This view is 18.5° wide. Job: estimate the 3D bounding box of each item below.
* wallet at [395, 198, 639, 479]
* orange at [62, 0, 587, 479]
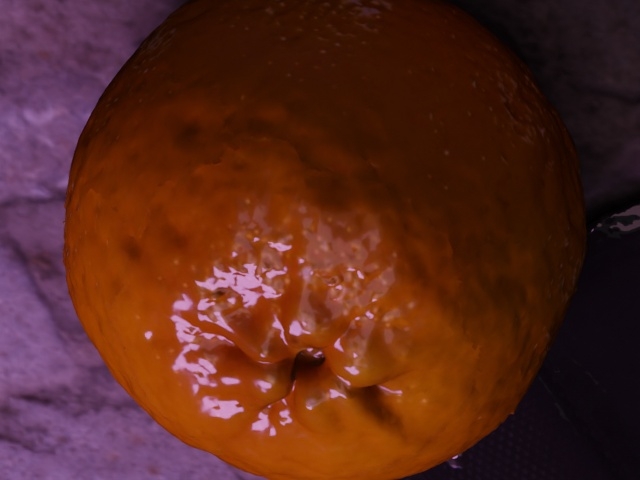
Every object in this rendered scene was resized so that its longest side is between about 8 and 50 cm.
[{"bbox_3d":[0.173,0.120,1.446,0.323,0.041,0.247,-27,112,21],"label":"wallet"},{"bbox_3d":[0.000,0.000,1.263,0.341,0.293,0.340,4,119,8],"label":"orange"}]
